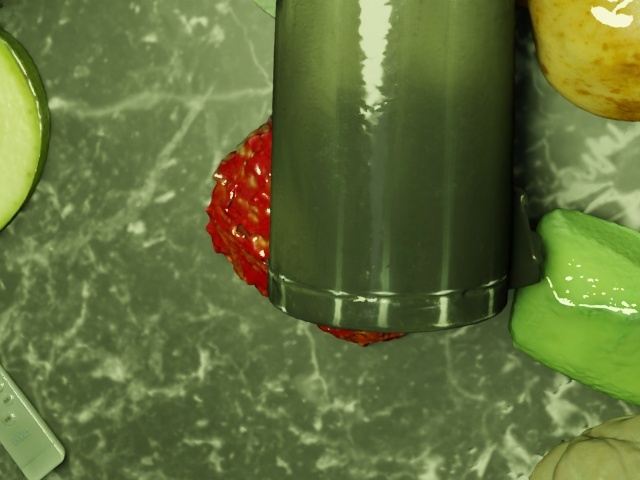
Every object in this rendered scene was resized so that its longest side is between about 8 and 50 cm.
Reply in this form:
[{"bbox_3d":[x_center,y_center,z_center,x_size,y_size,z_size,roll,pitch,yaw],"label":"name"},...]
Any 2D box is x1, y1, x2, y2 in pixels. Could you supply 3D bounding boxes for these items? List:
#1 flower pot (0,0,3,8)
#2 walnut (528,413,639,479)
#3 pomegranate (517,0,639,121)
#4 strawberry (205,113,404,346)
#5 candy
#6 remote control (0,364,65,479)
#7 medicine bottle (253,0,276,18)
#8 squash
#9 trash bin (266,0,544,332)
[{"bbox_3d":[-0.303,-0.376,1.415,0.259,0.290,0.290,-44,88,2],"label":"flower pot"},{"bbox_3d":[0.280,0.261,1.395,0.224,0.224,0.224,2,99,12],"label":"walnut"},{"bbox_3d":[0.261,-0.217,1.318,0.248,0.248,0.248,2,99,12],"label":"pomegranate"},{"bbox_3d":[0.000,0.000,1.465,0.190,0.111,0.236,-37,91,13],"label":"strawberry"},{"bbox_3d":[0.335,0.086,1.404,0.343,0.142,0.132,19,58,10],"label":"candy"},{"bbox_3d":[-0.321,0.155,1.606,0.050,0.027,0.184,-39,85,14],"label":"remote control"},{"bbox_3d":[-0.024,-0.287,1.405,0.143,0.147,0.147,-39,89,14],"label":"medicine bottle"},{"bbox_3d":[-0.381,-0.106,1.568,0.252,0.049,0.252,2,101,10],"label":"squash"},{"bbox_3d":[0.060,-0.098,1.297,0.252,0.203,0.302,-3,105,-12],"label":"trash bin"}]
